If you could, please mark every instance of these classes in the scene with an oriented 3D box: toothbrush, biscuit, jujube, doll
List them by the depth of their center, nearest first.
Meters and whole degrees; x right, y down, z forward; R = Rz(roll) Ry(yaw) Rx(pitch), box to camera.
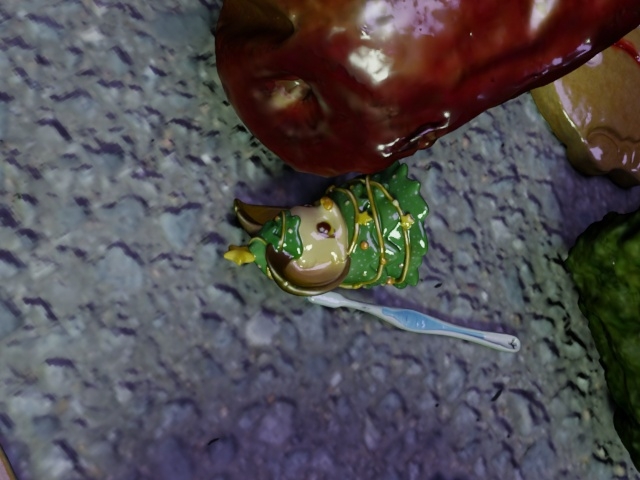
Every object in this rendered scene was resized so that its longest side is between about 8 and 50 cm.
[{"bbox_3d":[0.004,0.007,0.493,0.113,0.076,0.078,-24,46,-11],"label":"doll"},{"bbox_3d":[0.084,-0.178,0.500,0.216,0.216,0.342,47,70,-11],"label":"jujube"},{"bbox_3d":[0.062,0.050,0.533,0.162,0.017,0.014,15,79,-25],"label":"toothbrush"},{"bbox_3d":[0.232,-0.161,0.664,0.184,0.035,0.249,36,65,-17],"label":"biscuit"}]

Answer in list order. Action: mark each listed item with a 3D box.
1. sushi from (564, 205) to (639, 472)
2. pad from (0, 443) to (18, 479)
[{"bbox_3d":[0.354,0.005,0.545,0.352,0.294,0.178,-21,85,-28],"label":"sushi"},{"bbox_3d":[-0.273,0.125,0.336,0.284,0.018,0.286,-27,91,-30],"label":"pad"}]
